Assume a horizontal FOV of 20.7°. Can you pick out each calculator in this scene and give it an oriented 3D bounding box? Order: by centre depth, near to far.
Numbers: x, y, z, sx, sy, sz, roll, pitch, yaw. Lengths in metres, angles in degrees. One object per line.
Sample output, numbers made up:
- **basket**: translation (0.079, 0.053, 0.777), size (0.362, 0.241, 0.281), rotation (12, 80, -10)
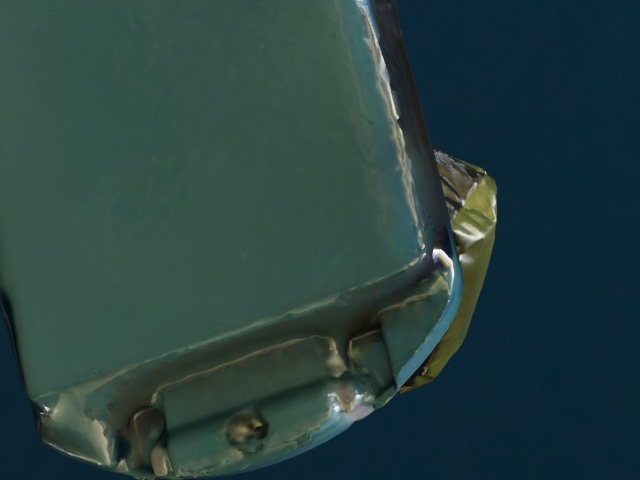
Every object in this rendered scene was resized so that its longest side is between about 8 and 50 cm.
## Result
- **calculator**: translation (-0.053, -0.057, 0.635), size (0.173, 0.051, 0.293), rotation (-20, -112, 16)

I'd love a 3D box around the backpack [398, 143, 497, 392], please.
- **backpack**: translation (0.000, 0.000, 1.314), size (0.253, 0.140, 0.207), rotation (22, -47, 12)
